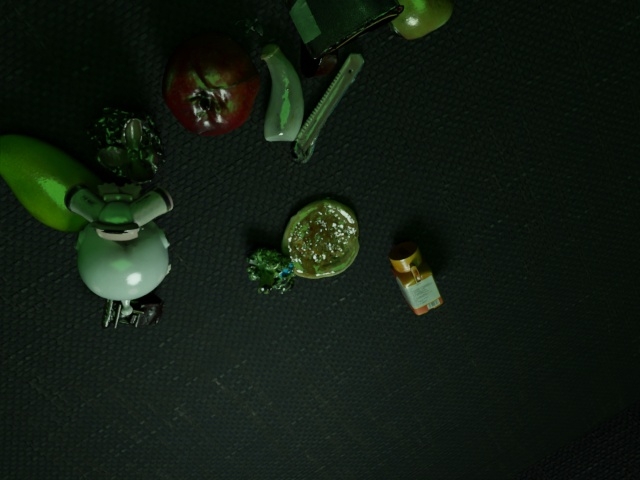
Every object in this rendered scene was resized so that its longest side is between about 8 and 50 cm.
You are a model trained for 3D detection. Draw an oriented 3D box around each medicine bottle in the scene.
[{"bbox_3d":[0.313,0.120,1.880,0.112,0.149,0.222,-27,118,0],"label":"medicine bottle"}]

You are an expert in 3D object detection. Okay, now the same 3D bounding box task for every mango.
[{"bbox_3d":[-0.722,-0.151,1.494,0.343,0.156,0.192,41,89,-23],"label":"mango"}]

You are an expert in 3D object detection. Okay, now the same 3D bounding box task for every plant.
[{"bbox_3d":[-0.500,-0.246,1.455,0.178,0.234,0.204,-11,99,-6],"label":"plant"}]

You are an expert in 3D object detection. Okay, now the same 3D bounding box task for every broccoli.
[{"bbox_3d":[-0.159,0.105,1.750,0.155,0.160,0.167,-4,130,6],"label":"broccoli"}]

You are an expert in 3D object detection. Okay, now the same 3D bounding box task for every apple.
[{"bbox_3d":[0.252,-0.651,1.500,0.207,0.174,0.188,-40,121,-11],"label":"apple"}]

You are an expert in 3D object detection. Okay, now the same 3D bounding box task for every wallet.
[{"bbox_3d":[0.054,-0.613,1.448,0.262,0.071,0.221,-27,78,8],"label":"wallet"}]

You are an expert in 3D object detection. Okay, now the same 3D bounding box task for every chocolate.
[{"bbox_3d":[0.007,-0.519,1.530,0.080,0.125,0.148,-10,114,-28],"label":"chocolate"}]

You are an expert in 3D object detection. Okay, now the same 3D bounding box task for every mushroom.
[{"bbox_3d":[-0.105,-0.407,1.561,0.118,0.103,0.270,1,109,3],"label":"mushroom"}]

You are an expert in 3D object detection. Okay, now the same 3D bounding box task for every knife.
[{"bbox_3d":[0.013,-0.383,1.634,0.089,0.043,0.365,14,112,-55],"label":"knife"}]

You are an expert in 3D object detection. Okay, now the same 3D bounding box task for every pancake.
[{"bbox_3d":[0.000,-0.001,1.806,0.282,0.049,0.282,-5,113,-13],"label":"pancake"}]

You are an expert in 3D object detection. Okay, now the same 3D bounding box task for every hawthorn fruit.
[{"bbox_3d":[-0.272,-0.383,1.414,0.254,0.300,0.254,-5,118,-10],"label":"hawthorn fruit"}]

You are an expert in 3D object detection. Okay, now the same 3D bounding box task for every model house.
[{"bbox_3d":[-0.554,0.169,1.696,0.164,0.141,0.203,13,109,-8],"label":"model house"}]

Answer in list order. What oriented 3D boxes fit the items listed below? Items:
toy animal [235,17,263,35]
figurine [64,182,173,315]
[{"bbox_3d":[-0.182,-0.574,1.498,0.084,0.050,0.028,25,137,10],"label":"toy animal"},{"bbox_3d":[-0.532,0.015,1.475,0.253,0.211,0.361,11,140,-6],"label":"figurine"}]
